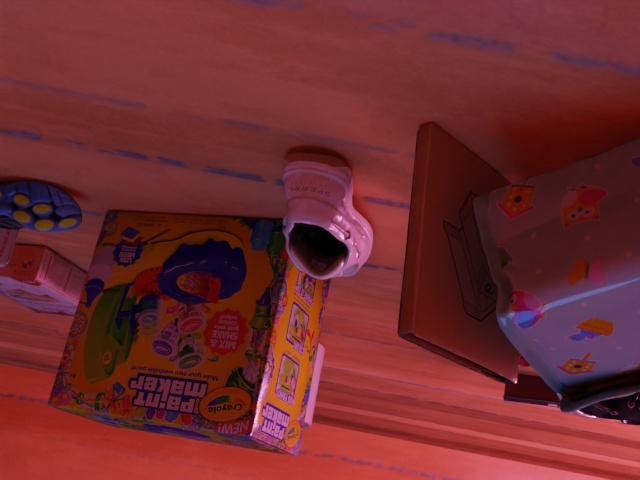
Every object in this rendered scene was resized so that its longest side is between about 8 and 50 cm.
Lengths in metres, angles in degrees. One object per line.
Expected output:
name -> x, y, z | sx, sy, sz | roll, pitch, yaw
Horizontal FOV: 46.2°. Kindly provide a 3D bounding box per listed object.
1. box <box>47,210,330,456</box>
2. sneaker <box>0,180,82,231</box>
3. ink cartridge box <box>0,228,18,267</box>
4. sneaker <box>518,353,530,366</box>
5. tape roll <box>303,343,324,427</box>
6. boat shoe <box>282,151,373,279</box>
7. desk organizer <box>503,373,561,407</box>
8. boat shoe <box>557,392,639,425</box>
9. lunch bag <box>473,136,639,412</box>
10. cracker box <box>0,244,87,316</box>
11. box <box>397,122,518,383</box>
box -> -0.164, 0.125, 1.027 | 0.290, 0.279, 0.177 | 3, 158, 19
sneaker -> -0.409, -0.047, 1.027 | 0.188, 0.067, 0.078 | 4, 180, 13
ink cartridge box -> -0.506, -0.022, 1.084 | 0.052, 0.088, 0.122 | -8, 152, 41
sneaker -> 0.298, 0.154, 1.180 | 0.128, 0.087, 0.221 | 6, 173, -11
tape roll -> -0.123, 0.288, 1.591 | 0.246, 0.169, 0.246 | 10, 160, 4
boat shoe -> 0.000, 0.000, 0.873 | 0.098, 0.096, 0.277 | 5, 159, 14
desk organizer -> 0.437, 0.302, 1.511 | 0.130, 0.050, 0.047 | 4, 159, 17
boat shoe -> 0.495, 0.228, 1.184 | 0.340, 0.127, 0.113 | 25, 154, -37
lunch bag -> 0.283, 0.045, 0.648 | 0.223, 0.160, 0.262 | -20, 136, 21
cracker box -> -0.514, 0.078, 1.381 | 0.156, 0.067, 0.232 | 3, 158, 18
box -> 0.138, 0.015, 0.695 | 0.021, 0.201, 0.164 | -15, 148, 43
